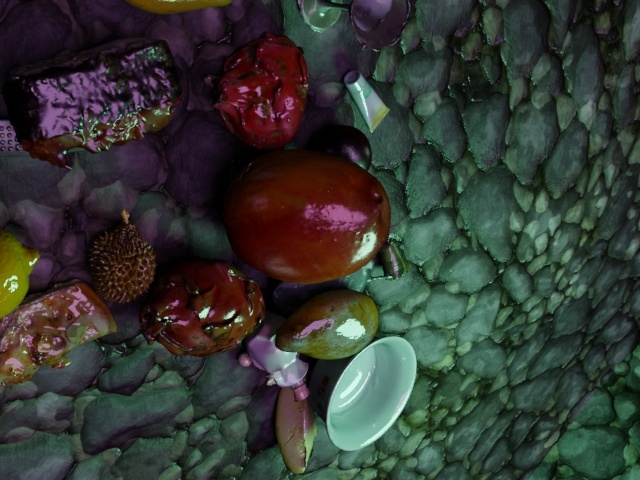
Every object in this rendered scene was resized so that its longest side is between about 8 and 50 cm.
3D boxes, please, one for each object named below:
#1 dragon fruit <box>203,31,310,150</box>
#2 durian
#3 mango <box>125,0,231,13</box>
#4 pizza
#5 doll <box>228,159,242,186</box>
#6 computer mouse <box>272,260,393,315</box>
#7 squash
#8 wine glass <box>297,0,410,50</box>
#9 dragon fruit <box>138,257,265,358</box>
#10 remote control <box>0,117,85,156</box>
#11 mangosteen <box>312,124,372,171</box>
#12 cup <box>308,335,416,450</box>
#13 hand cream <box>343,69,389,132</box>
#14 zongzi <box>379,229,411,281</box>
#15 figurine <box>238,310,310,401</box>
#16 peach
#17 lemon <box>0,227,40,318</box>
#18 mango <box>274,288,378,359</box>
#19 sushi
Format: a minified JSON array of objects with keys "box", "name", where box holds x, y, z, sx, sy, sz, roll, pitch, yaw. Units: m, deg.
[{"box":[-0.141,-0.308,1.489,0.211,0.134,0.262,-3,113,-31],"name":"dragon fruit"},{"box":[-0.415,0.038,1.452,0.102,0.146,0.208,-28,128,-75],"name":"durian"},{"box":[-0.292,-0.511,1.294,0.316,0.119,0.177,2,102,-42],"name":"mango"},{"box":[-0.584,0.203,1.455,0.296,0.071,0.189,-29,126,-21],"name":"pizza"},{"box":[-0.198,-0.125,1.606,0.037,0.027,0.125,-7,112,-34],"name":"doll"},{"box":[0.035,0.101,1.832,0.379,0.090,0.167,-5,134,-35],"name":"computer mouse"},{"box":[-0.080,0.493,1.930,0.169,0.093,0.252,-69,155,-55],"name":"squash"},{"box":[0.060,-0.494,1.479,0.156,0.232,0.156,-15,118,-30],"name":"wine glass"},{"box":[-0.269,0.149,1.557,0.314,0.250,0.251,-20,122,-35],"name":"dragon fruit"},{"box":[-0.521,-0.200,1.326,0.221,0.042,0.072,-8,114,-32],"name":"remote control"},{"box":[0.052,-0.208,1.683,0.152,0.152,0.153,-16,120,-29],"name":"mangosteen"},{"box":[0.096,0.395,1.961,0.347,0.163,0.347,-20,123,-35],"name":"cup"},{"box":[0.115,-0.347,1.716,0.076,0.047,0.174,-51,139,-7],"name":"hand cream"},{"box":[0.215,0.027,1.972,0.130,0.062,0.154,-28,111,-48],"name":"zongzi"},{"box":[-0.108,0.299,1.801,0.200,0.133,0.276,-24,124,-5],"name":"figurine"},{"box":[-0.023,-0.054,1.536,0.372,0.290,0.373,3,133,4],"name":"peach"},{"box":[-0.638,0.066,1.276,0.244,0.187,0.187,-22,123,-20],"name":"lemon"},{"box":[0.019,0.212,1.741,0.316,0.146,0.193,-2,124,-41],"name":"mango"},{"box":[-0.403,-0.267,1.279,0.343,0.196,0.182,-24,123,-31],"name":"sushi"}]
